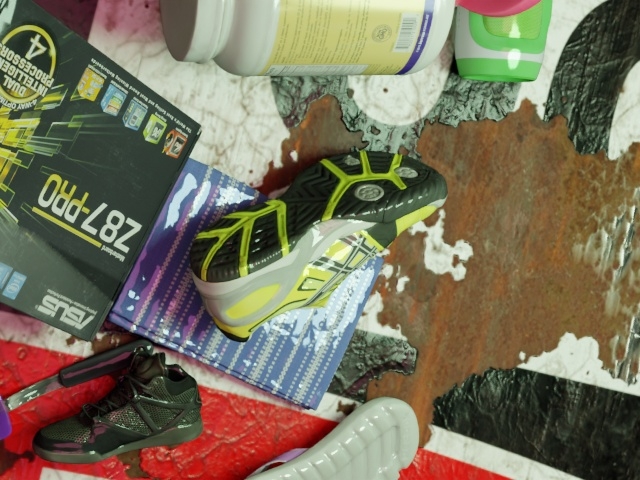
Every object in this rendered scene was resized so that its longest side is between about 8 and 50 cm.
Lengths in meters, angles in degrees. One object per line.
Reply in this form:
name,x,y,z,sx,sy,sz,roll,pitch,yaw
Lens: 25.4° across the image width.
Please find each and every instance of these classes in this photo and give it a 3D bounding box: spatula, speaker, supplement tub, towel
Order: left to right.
spatula,-0.354,0.189,1.829,0.296,0.030,0.084,-22,101,-17
towel,-0.101,0.061,1.914,0.336,0.040,0.243,28,82,-21
supplement tub,-0.021,-0.328,1.799,0.331,0.241,0.241,-2,95,-19
speaker,0.254,-0.370,1.956,0.131,0.131,0.296,2,93,-20

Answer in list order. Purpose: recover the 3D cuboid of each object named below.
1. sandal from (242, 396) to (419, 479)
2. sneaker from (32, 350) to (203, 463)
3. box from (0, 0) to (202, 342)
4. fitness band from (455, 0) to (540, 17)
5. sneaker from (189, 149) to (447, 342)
sandal,-0.040,0.348,1.926,0.416,0.102,0.169,-27,118,-29
sneaker,-0.260,0.209,1.821,0.227,0.087,0.130,-9,117,-22
box,-0.340,-0.085,1.673,0.318,0.097,0.395,-62,146,-6
fitness band,0.211,-0.430,1.880,0.054,0.209,0.291,0,54,-55
sneaker,0.000,0.000,1.881,0.384,0.145,0.147,-24,131,-23
